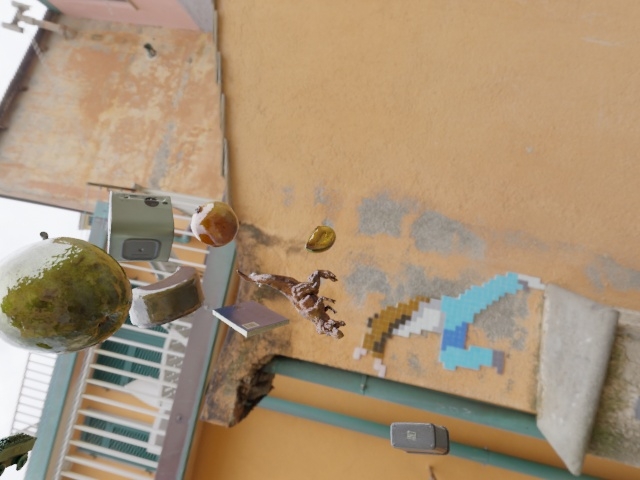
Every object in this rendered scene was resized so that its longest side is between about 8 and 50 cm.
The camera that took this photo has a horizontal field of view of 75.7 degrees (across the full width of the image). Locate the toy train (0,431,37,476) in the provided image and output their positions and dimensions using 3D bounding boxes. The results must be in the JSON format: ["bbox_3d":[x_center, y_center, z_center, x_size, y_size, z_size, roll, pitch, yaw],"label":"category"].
[{"bbox_3d":[-0.860,0.585,1.128,0.172,0.070,0.100,96,-172,-76],"label":"toy train"}]

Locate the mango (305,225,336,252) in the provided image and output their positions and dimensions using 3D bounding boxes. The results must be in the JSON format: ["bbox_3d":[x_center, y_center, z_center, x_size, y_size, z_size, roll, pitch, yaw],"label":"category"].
[{"bbox_3d":[0.000,0.000,1.642,0.187,0.101,0.066,-41,-6,-48],"label":"mango"}]

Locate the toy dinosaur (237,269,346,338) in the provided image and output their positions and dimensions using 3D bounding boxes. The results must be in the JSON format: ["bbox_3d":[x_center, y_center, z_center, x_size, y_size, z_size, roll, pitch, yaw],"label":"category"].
[{"bbox_3d":[-0.056,0.162,1.385,0.208,0.432,0.097,-44,-31,-26],"label":"toy dinosaur"}]

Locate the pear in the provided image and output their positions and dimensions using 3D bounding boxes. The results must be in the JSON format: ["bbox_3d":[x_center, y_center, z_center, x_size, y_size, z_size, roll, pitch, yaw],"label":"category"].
[{"bbox_3d":[-0.765,0.167,1.218,0.352,0.413,0.352,-54,-24,-39],"label":"pear"}]

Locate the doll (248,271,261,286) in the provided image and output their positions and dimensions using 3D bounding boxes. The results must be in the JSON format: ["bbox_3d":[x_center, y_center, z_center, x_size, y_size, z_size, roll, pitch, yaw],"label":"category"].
[{"bbox_3d":[-0.330,0.198,2.109,0.040,0.058,0.085,-43,-71,-26],"label":"doll"}]

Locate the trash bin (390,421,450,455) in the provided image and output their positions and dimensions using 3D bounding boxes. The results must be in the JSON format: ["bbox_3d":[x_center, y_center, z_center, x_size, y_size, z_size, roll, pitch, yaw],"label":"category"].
[{"bbox_3d":[0.362,0.710,1.479,0.236,0.176,0.101,47,-138,-51],"label":"trash bin"}]

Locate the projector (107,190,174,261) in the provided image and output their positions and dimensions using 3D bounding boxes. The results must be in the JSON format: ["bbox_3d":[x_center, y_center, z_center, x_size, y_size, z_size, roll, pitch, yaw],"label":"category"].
[{"bbox_3d":[-0.788,-0.055,1.798,0.248,0.249,0.249,-58,40,42],"label":"projector"}]

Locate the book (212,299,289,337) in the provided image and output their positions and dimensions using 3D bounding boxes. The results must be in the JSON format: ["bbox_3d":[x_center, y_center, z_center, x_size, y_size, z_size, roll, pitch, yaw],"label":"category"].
[{"bbox_3d":[-0.274,0.299,1.611,0.190,0.269,0.025,-9,-75,-40],"label":"book"}]

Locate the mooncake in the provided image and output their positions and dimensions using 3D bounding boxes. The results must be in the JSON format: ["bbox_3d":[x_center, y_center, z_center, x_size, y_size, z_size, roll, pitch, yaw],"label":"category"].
[{"bbox_3d":[-0.846,0.314,2.265,0.393,0.393,0.247,-141,38,-75],"label":"mooncake"}]

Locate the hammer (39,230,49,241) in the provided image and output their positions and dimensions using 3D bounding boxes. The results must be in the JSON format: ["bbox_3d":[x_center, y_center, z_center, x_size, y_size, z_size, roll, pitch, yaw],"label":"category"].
[{"bbox_3d":[-1.059,0.106,1.475,0.111,0.033,0.288,121,168,-52],"label":"hammer"}]

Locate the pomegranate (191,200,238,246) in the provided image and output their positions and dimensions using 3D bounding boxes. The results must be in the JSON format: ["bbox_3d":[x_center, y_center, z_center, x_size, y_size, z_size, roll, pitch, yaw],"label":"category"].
[{"bbox_3d":[-0.580,-0.095,2.249,0.264,0.264,0.265,10,-90,-82],"label":"pomegranate"}]
